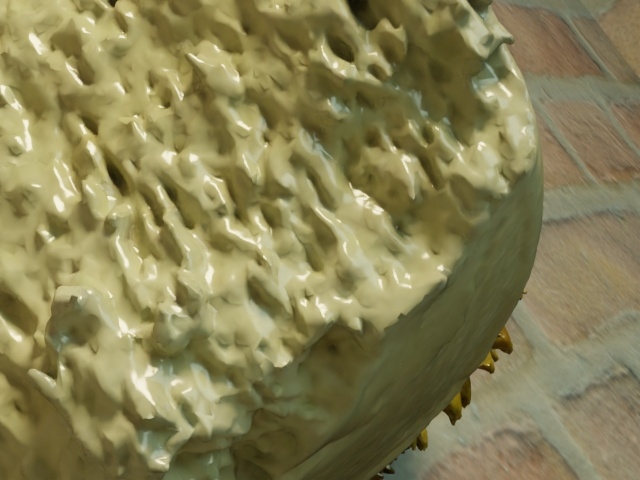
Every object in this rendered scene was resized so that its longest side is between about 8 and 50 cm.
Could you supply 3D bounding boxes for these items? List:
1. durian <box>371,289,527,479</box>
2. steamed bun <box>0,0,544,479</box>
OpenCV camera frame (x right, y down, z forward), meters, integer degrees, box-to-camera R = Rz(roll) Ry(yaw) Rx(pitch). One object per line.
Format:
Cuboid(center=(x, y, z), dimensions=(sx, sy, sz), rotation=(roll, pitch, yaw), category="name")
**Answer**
Cuboid(center=(0.008, 0.012, 1.016), dimensions=(0.305, 0.185, 0.195), rotation=(55, -4, 34), category="durian")
Cuboid(center=(-0.034, -0.038, 0.760), dimensions=(0.273, 0.272, 0.290), rotation=(12, 47, -61), category="steamed bun")
